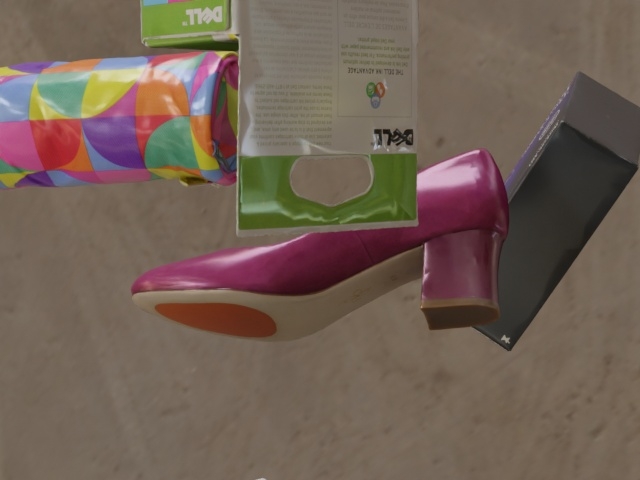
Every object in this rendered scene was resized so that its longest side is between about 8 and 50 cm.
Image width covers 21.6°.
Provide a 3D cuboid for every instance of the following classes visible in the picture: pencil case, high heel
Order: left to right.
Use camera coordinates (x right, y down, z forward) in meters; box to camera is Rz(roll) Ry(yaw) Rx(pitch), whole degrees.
[{"bbox_3d":[-0.160,-0.082,1.224,0.236,0.104,0.104,1,61,17],"label":"pencil case"},{"bbox_3d":[0.000,0.000,1.691,0.377,0.127,0.181,0,64,4],"label":"high heel"}]

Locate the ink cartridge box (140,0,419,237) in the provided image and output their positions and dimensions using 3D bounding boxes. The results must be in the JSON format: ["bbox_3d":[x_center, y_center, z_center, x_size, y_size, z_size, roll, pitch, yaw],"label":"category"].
[{"bbox_3d":[-0.025,-0.134,1.154,0.189,0.097,0.255,-4,95,-47],"label":"ink cartridge box"}]

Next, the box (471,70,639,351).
[{"bbox_3d":[0.247,-0.034,1.853,0.103,0.261,0.184,30,26,-2],"label":"box"}]

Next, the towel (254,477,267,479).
[{"bbox_3d":[-0.168,0.358,1.425,0.038,0.324,0.248,36,25,31],"label":"towel"}]
